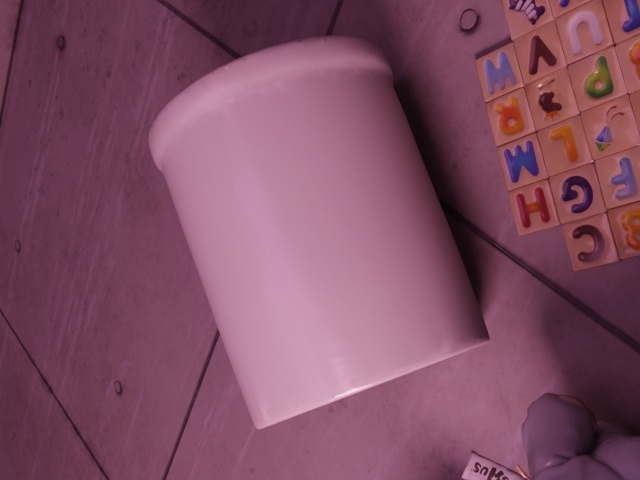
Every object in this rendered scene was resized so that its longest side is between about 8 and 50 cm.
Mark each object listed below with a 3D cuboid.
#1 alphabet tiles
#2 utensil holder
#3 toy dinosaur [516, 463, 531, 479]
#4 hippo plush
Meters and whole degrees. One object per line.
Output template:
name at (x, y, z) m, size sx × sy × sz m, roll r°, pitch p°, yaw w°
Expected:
alphabet tiles at (0.313, -0.150, 0.828) m, size 0.285 × 0.011 × 0.343 m, roll -19°, pitch 80°, yaw 44°
utensil holder at (0.000, 0.000, 0.943) m, size 0.327 × 0.327 × 0.385 m, roll -31°, pitch 75°, yaw 42°
toy dinosaur at (0.263, 0.317, 0.823) m, size 0.112 × 0.211 × 0.064 m, roll 3°, pitch 54°, yaw 11°
hippo plush at (0.315, 0.208, 0.698) m, size 0.236 × 0.294 × 0.234 m, roll -42°, pitch 32°, yaw 32°
